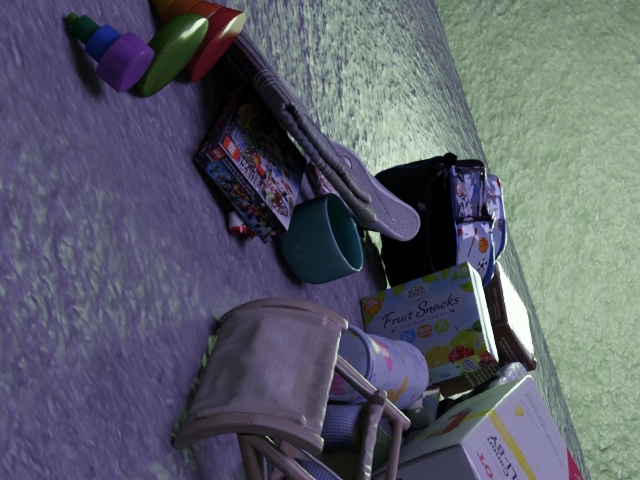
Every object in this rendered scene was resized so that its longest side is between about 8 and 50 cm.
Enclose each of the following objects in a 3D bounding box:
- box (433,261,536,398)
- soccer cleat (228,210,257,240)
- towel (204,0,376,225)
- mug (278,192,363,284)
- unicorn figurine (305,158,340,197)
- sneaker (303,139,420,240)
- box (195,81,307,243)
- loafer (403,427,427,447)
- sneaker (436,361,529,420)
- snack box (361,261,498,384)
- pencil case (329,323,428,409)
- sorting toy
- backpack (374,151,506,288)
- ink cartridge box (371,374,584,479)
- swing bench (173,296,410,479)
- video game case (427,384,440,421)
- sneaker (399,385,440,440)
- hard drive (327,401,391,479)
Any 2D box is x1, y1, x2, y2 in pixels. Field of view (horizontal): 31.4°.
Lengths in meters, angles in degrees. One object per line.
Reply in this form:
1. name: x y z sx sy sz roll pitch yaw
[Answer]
1. box: 0.295 0.177 2.244 0.168 0.203 0.167 54 24 -41
2. soccer cleat: -0.104 -0.021 1.600 0.083 0.029 0.035 13 63 -63
3. towel: -0.041 -0.200 1.749 0.312 0.056 0.324 54 2 41
4. mug: 0.000 0.006 1.754 0.158 0.097 0.129 39 35 -58
5. unicorn figurine: 0.010 -0.062 1.909 0.111 0.060 0.162 41 34 -55
6. sneaker: 0.048 -0.087 2.050 0.256 0.094 0.151 40 -11 -20
7. box: -0.094 -0.117 1.649 0.159 0.044 0.233 53 22 -20
8. loafer: 0.230 0.438 1.941 0.319 0.112 0.111 57 14 -36
9. sneaker: 0.296 0.307 2.120 0.268 0.153 0.101 -21 89 -59
10. snack box: 0.184 0.153 1.949 0.070 0.207 0.174 44 32 -53
11. pencil case: 0.073 0.194 1.743 0.124 0.113 0.273 48 10 23
12. sorting toy: -0.220 -0.275 1.470 0.126 0.127 0.365 40 22 3
13. backpack: 0.223 -0.016 2.166 0.213 0.276 0.263 4 82 -31
14. ink cartridge box: 0.264 0.397 1.719 0.279 0.160 0.385 64 26 4
15. swing bench: -0.024 0.225 1.361 0.254 0.165 0.253 61 21 -24
16. video game case: 0.223 0.364 2.143 0.157 0.019 0.143 63 19 -17
17. sneaker: 0.172 0.308 2.003 0.192 0.064 0.086 -1 85 -74
18. hard drive: 0.076 0.353 1.683 0.254 0.054 0.172 50 27 -46
